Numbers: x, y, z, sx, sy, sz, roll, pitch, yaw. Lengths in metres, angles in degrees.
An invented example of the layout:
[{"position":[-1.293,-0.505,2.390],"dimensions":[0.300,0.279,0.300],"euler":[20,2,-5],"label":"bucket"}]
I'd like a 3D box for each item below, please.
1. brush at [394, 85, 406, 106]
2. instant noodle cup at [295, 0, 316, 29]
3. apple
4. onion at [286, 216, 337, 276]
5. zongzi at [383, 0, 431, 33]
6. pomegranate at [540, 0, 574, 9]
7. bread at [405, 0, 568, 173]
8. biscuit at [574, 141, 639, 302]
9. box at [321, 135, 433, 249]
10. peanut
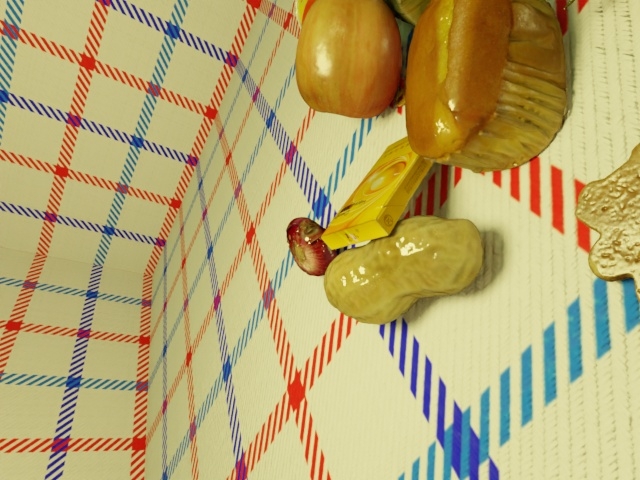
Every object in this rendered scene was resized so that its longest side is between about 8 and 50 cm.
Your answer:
[{"position":[0.237,-0.338,0.772],"dimensions":[0.272,0.013,0.103],"euler":[-26,54,52],"label":"brush"},{"position":[0.068,-0.586,1.003],"dimensions":[0.174,0.213,0.213],"euler":[34,106,51],"label":"instant noodle cup"},{"position":[0.061,-0.394,0.870],"dimensions":[0.242,0.242,0.241],"euler":[-138,50,-57],"label":"apple"},{"position":[0.000,0.000,0.937],"dimensions":[0.150,0.140,0.150],"euler":[39,148,30],"label":"onion"},{"position":[0.240,-0.577,0.802],"dimensions":[0.289,0.123,0.260],"euler":[-44,34,20],"label":"zongzi"},{"position":[0.341,-0.393,0.439],"dimensions":[0.257,0.220,0.221],"euler":[-54,35,43],"label":"pomegranate"},{"position":[0.224,-0.250,0.596],"dimensions":[0.204,0.156,0.288],"euler":[-5,78,61],"label":"bread"},{"position":[0.356,0.004,0.389],"dimensions":[0.166,0.036,0.226],"euler":[-51,40,35],"label":"biscuit"},{"position":[0.118,-0.101,0.707],"dimensions":[0.152,0.043,0.269],"euler":[-19,29,56],"label":"box"},{"position":[0.123,0.050,0.663],"dimensions":[0.313,0.149,0.149],"euler":[-34,48,42],"label":"peanut"}]
